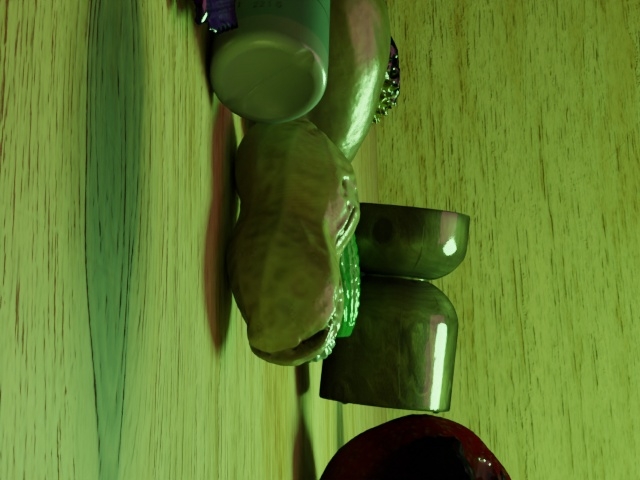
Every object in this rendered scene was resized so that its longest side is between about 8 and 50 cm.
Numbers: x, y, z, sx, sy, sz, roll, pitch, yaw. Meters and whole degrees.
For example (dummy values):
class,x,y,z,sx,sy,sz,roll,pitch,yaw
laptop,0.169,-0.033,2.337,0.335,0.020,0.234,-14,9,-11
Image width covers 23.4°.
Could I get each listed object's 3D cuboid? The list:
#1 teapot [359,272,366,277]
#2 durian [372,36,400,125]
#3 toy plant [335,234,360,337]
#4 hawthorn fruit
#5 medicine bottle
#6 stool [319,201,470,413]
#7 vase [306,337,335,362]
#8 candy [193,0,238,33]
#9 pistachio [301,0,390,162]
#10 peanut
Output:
class,x,y,z,sx,sy,sz,roll,pitch,yaw
teapot,0.020,0.068,2.186,0.096,0.087,0.177,37,-42,58
durian,0.045,-0.259,2.216,0.237,0.138,0.193,83,5,-79
toy plant,0.000,0.011,1.970,0.154,0.088,0.240,100,-19,-59
hawthorn fruit,0.124,0.364,1.998,0.316,0.316,0.316,-3,90,-85
medicine bottle,-0.043,-0.268,1.526,0.110,0.110,0.352,81,8,-45
stool,0.098,0.089,2.051,0.179,0.179,0.264,33,63,-83
vase,-0.017,0.079,1.804,0.148,0.081,0.081,86,4,-48
candy,-0.091,-0.313,1.299,0.145,0.070,0.275,-38,129,-75
pistachio,0.000,-0.186,1.704,0.213,0.163,0.260,-31,125,-54
peanut,-0.027,-0.004,1.482,0.130,0.130,0.290,80,11,-50
